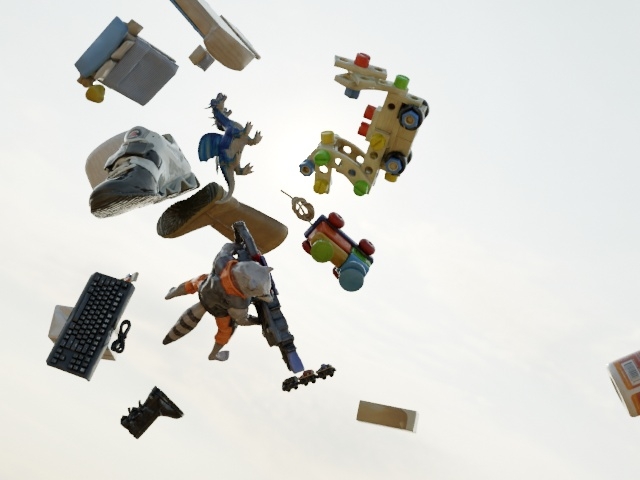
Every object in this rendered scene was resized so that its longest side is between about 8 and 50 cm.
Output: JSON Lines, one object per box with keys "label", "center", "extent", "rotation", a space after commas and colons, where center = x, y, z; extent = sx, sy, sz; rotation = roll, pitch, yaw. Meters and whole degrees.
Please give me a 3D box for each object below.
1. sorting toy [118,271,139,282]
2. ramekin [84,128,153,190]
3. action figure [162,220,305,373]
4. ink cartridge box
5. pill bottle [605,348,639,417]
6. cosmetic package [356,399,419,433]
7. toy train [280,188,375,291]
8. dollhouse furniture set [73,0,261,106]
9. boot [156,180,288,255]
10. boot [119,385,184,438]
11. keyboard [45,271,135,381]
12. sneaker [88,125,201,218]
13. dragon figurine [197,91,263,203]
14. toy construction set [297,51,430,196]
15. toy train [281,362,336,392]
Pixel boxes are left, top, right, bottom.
{"label": "sorting toy", "center": [-0.409, 0.088, 1.975], "extent": [0.083, 0.062, 0.012], "rotation": [-101, 168, -73]}
{"label": "ramekin", "center": [-0.435, -0.167, 2.173], "extent": [0.109, 0.207, 0.207], "rotation": [59, -23, 8]}
{"label": "action figure", "center": [-0.184, 0.155, 1.985], "extent": [0.330, 0.178, 0.341], "rotation": [-45, -112, 48]}
{"label": "ink cartridge box", "center": [-0.410, 0.169, 1.688], "extent": [0.104, 0.060, 0.180], "rotation": [9, -18, -3]}
{"label": "pill bottle", "center": [0.698, 0.262, 1.921], "extent": [0.216, 0.121, 0.121], "rotation": [-24, -38, 8]}
{"label": "cosmetic package", "center": [0.131, 0.344, 1.860], "extent": [0.115, 0.041, 0.060], "rotation": [8, -15, 16]}
{"label": "toy train", "center": [0.000, 0.000, 1.954], "extent": [0.248, 0.105, 0.143], "rotation": [41, 16, -10]}
{"label": "dollhouse furniture set", "center": [-0.300, -0.341, 1.990], "extent": [0.198, 0.303, 0.286], "rotation": [52, 11, 29]}
{"label": "boot", "center": [-0.253, -0.024, 2.471], "extent": [0.236, 0.089, 0.269], "rotation": [-27, -39, 26]}
{"label": "boot", "center": [-0.323, 0.340, 1.835], "extent": [0.045, 0.099, 0.121], "rotation": [32, -17, 35]}
{"label": "keyboard", "center": [-0.360, 0.140, 1.553], "extent": [0.108, 0.180, 0.023], "rotation": [20, -29, 2]}
{"label": "sneaker", "center": [-0.336, -0.129, 1.721], "extent": [0.122, 0.146, 0.330], "rotation": [-19, 5, 16]}
{"label": "dragon figurine", "center": [-0.226, -0.204, 2.208], "extent": [0.144, 0.289, 0.085], "rotation": [3, -19, 30]}
{"label": "toy construction set", "center": [0.084, -0.221, 1.855], "extent": [0.215, 0.151, 0.328], "rotation": [23, -46, 7]}
{"label": "toy train", "center": [-0.029, 0.332, 2.328], "extent": [0.158, 0.036, 0.027], "rotation": [-23, -33, 26]}
